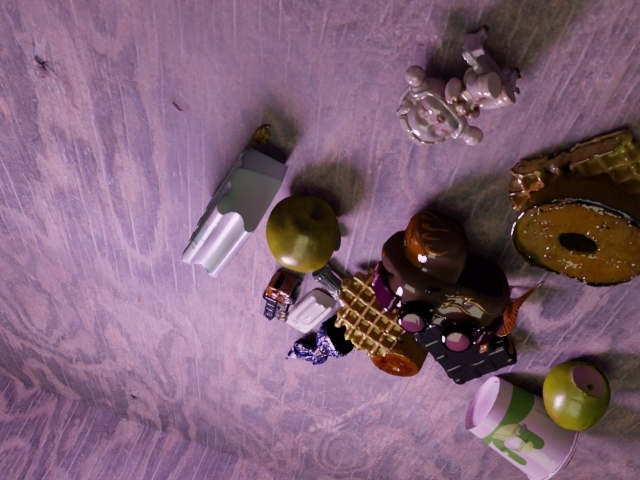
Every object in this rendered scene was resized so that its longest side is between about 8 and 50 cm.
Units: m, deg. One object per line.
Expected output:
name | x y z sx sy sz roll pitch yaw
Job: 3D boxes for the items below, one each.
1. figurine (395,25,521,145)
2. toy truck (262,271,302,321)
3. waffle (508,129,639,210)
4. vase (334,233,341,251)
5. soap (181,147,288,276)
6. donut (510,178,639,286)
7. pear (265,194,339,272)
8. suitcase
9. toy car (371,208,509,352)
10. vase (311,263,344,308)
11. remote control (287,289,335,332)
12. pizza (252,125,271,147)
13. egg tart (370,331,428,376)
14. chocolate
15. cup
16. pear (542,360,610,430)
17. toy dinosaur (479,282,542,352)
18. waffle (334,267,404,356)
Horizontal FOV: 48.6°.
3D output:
figurine | 0.237 -0.268 1.332 0.182 0.144 0.257 22 148 -38
toy truck | -0.121 0.171 2.125 0.092 0.083 0.192 24 146 4
waffle | 0.527 -0.111 1.440 0.283 0.065 0.309 16 143 6
vase | 0.000 0.000 1.865 0.101 0.053 0.053 4 142 29
soap | -0.210 -0.075 1.737 0.115 0.208 0.347 28 143 -13
donut | 0.526 -0.024 1.428 0.272 0.107 0.272 15 144 11
pear | -0.047 -0.016 1.751 0.198 0.198 0.198 14 144 10
suitcase | 0.399 0.279 1.971 0.206 0.066 0.285 -27 125 23
toy car | 0.303 0.080 1.678 0.341 0.271 0.240 21 125 -5
vase | 0.041 0.128 1.996 0.081 0.081 0.149 -20 124 43
remote control | -0.035 0.223 2.179 0.090 0.049 0.230 30 145 -9
pizza | -0.136 -0.240 1.645 0.037 0.016 0.083 24 144 -15
egg tart | 0.228 0.303 2.068 0.203 0.147 0.202 15 146 10
chocolate | -0.002 0.344 2.272 0.148 0.126 0.343 -14 165 -32
cup | 0.603 0.557 2.157 0.274 0.253 0.253 33 144 -2
pear | 0.702 0.436 1.970 0.188 0.187 0.219 20 138 2
toy dinosaur | 0.470 0.191 1.801 0.057 0.142 0.212 27 142 -11
waffle | 0.133 0.194 1.936 0.219 0.057 0.229 36 108 3
